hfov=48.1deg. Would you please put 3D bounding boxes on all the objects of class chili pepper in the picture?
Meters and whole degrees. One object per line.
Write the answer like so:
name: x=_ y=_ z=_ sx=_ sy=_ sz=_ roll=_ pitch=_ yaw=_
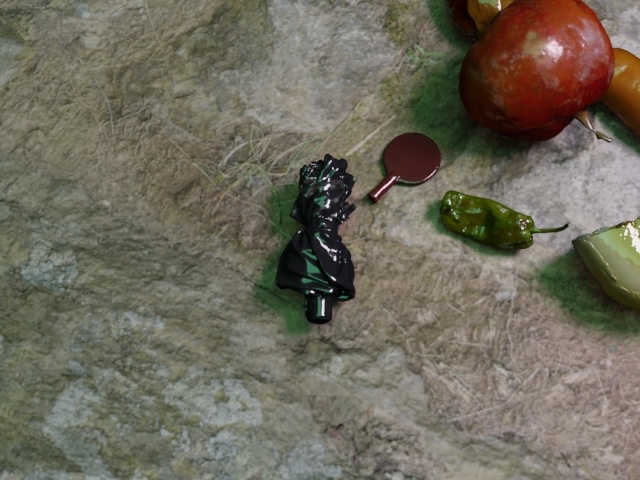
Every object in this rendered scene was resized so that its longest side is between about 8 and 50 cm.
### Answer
chili pepper: x=0.290 y=-0.023 z=1.150 sx=0.204 sy=0.073 sz=0.072 roll=21 pitch=93 yaw=24

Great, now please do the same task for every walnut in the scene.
walnut: x=0.283 y=-0.431 z=1.268 sx=0.116 sy=0.116 sz=0.207 roll=-18 pitch=78 yaw=0

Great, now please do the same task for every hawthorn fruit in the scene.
hawthorn fruit: x=0.364 y=-0.253 z=1.143 sx=0.272 sy=0.242 sz=0.242 roll=40 pitch=80 yaw=5

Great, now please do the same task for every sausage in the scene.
sausage: x=0.538 y=-0.225 z=1.177 sx=0.098 sy=0.098 sz=0.238 roll=-39 pitch=71 yaw=-7

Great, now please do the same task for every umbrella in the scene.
umbrella: x=-0.001 y=-0.001 z=1.159 sx=0.122 sy=0.110 sz=0.272 roll=12 pitch=71 yaw=-27

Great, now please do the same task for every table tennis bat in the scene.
table tennis bat: x=0.139 y=-0.123 z=1.227 sx=0.098 sy=0.019 sz=0.154 roll=42 pitch=78 yaw=16

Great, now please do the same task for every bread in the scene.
bread: x=0.506 y=0.036 z=1.072 sx=0.261 sy=0.158 sz=0.156 roll=19 pitch=86 yaw=12
